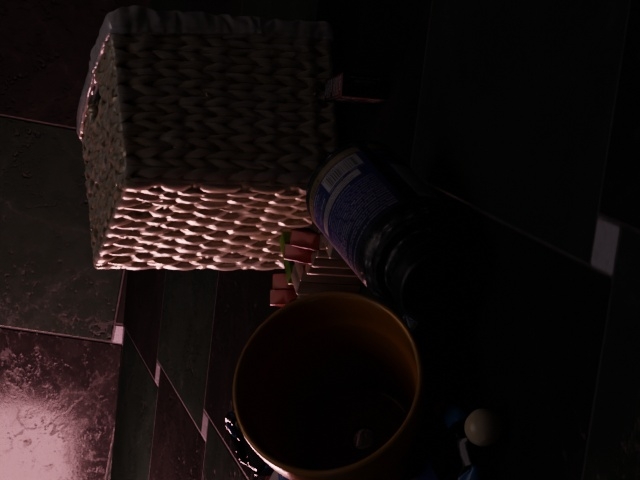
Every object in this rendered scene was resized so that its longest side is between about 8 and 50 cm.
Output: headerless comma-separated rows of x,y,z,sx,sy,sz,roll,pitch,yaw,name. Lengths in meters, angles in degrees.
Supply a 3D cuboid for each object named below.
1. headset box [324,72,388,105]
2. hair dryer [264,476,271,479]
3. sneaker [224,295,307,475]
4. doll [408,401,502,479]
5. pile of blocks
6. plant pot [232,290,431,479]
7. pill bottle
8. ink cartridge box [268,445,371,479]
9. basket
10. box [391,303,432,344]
0.046,-0.191,1.940,0.083,0.062,0.032,173,99,-74,headset box
-0.057,0.304,2.030,0.293,0.080,0.224,144,115,-79,hair dryer
-0.055,0.178,1.827,0.079,0.121,0.217,-166,73,-65,sneaker
0.136,0.224,1.569,0.189,0.046,0.129,116,152,-53,doll
0.000,0.000,1.965,0.362,0.112,0.149,127,143,-61,pile of blocks
0.029,0.185,1.664,0.188,0.205,0.205,60,-158,-59,plant pot
0.079,-0.009,1.651,0.219,0.122,0.123,52,137,50,pill bottle
-0.003,0.333,1.856,0.231,0.134,0.078,116,152,-51,ink cartridge box
-0.165,-0.132,2.180,0.328,0.331,0.266,125,143,-61,basket
0.106,0.082,1.750,0.083,0.018,0.067,116,153,-52,box
